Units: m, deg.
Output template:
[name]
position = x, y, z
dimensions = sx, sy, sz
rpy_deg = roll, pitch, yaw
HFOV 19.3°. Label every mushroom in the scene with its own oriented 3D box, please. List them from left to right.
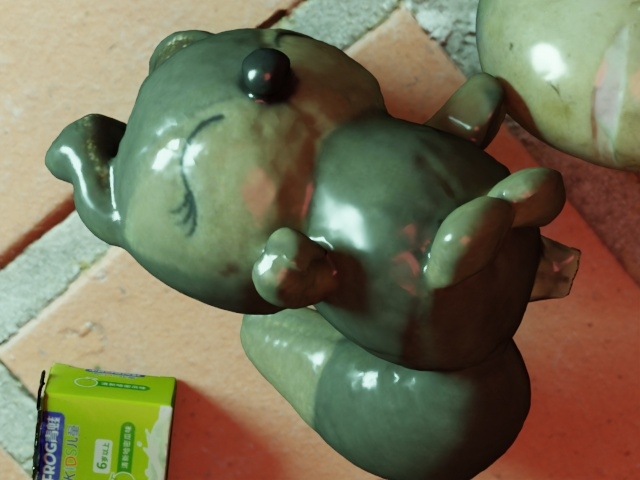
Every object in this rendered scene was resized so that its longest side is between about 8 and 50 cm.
[mushroom]
position = 0.243, -0.151, 1.406
dimensions = 0.255, 0.255, 0.184
rpy_deg = 6, 138, -2

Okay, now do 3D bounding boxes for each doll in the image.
[doll]
position = -0.021, 0.020, 1.399
dimensions = 0.382, 0.252, 0.378
rpy_deg = 25, 126, 25

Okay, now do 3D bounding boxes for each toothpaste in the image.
[toothpaste]
position = -0.189, 0.266, 1.565
dimensions = 0.110, 0.077, 0.327
rpy_deg = 6, 104, -4
